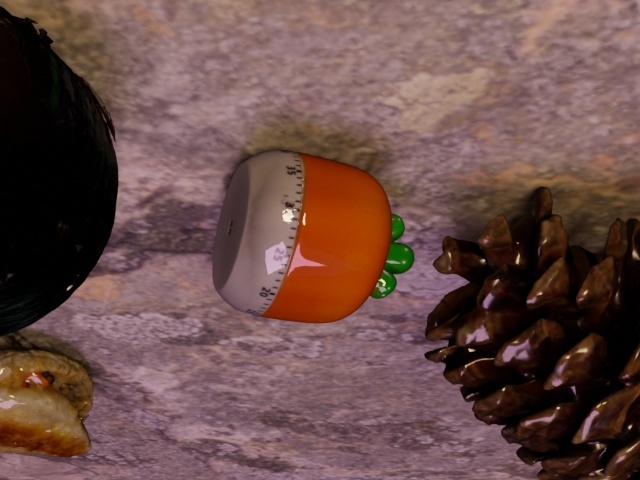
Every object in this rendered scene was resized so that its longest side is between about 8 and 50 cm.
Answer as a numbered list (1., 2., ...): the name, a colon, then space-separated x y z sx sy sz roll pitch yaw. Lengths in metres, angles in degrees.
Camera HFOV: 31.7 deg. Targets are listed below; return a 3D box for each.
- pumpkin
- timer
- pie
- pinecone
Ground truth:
1. pumpkin: -0.221 -0.036 0.595 0.233 0.163 0.233 6 154 3
2. timer: 0.000 0.000 0.703 0.136 0.099 0.136 -1 165 0
3. pie: -0.304 0.151 1.053 0.178 0.084 0.205 1 156 7
4. pinecone: 0.168 0.068 0.719 0.204 0.179 0.184 25 147 20
